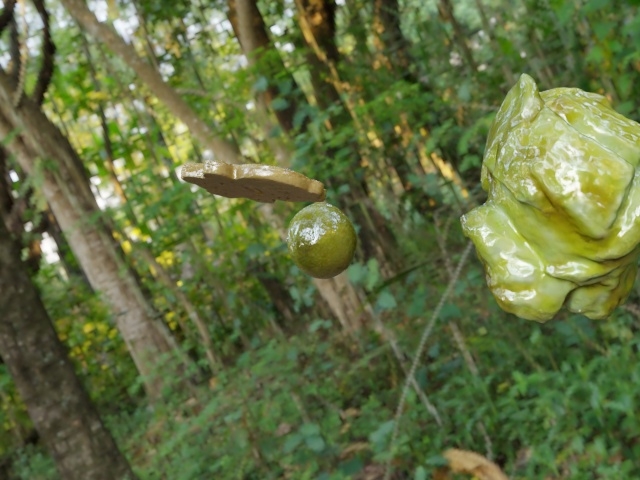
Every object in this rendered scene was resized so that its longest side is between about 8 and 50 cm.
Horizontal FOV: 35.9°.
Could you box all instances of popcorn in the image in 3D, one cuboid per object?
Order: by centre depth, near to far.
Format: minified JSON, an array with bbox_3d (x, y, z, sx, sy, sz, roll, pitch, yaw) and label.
[{"bbox_3d":[0.286,-0.046,1.162,0.276,0.225,0.276,22,-90,-85],"label":"popcorn"}]

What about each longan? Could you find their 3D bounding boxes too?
[{"bbox_3d":[0.000,0.000,0.973,0.075,0.075,0.083,-25,12,-7],"label":"longan"}]

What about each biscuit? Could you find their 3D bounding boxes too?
[{"bbox_3d":[-0.087,-0.075,1.230,0.184,0.027,0.133,0,-17,45],"label":"biscuit"}]
